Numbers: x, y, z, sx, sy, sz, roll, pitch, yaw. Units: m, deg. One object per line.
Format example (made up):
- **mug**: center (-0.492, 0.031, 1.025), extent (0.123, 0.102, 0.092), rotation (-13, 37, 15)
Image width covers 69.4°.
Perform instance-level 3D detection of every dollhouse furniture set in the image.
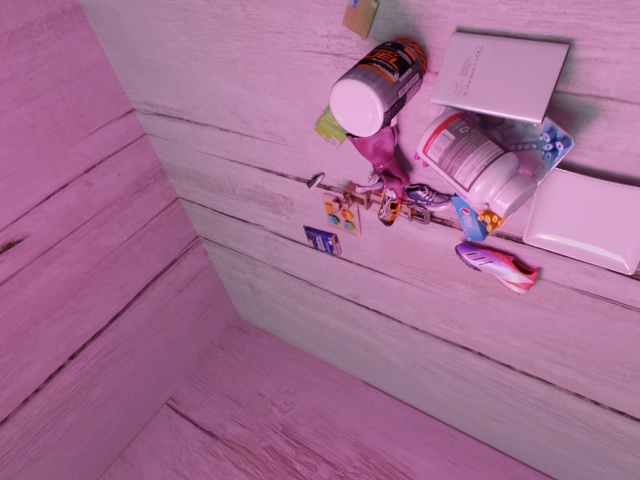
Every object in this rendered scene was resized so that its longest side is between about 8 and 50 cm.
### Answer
- **dollhouse furniture set**: center (0.166, -0.147, 1.972), extent (0.182, 0.161, 0.101), rotation (23, 145, 28)

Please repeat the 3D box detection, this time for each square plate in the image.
- **square plate**: center (0.845, -0.070, 1.455), extent (0.348, 0.049, 0.343), rotation (21, 143, 28)

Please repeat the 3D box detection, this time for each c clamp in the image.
- **c clamp**: center (0.375, -0.104, 1.854), extent (0.137, 0.022, 0.160), rotation (26, 163, 15)

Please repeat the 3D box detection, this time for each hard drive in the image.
- **hard drive**: center (0.479, -0.447, 1.262), extent (0.308, 0.040, 0.202), rotation (21, 99, 28)

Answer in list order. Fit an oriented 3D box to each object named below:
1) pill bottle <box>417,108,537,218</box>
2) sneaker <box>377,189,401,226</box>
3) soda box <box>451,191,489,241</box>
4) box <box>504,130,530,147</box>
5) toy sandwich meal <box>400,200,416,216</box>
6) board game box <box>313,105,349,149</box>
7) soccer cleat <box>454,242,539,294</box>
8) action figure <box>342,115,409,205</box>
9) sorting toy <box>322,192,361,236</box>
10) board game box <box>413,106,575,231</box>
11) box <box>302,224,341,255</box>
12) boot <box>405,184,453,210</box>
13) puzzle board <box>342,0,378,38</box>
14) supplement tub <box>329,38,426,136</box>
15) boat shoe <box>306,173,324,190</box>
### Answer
- **pill bottle**: center (0.444, -0.214, 1.315), extent (0.318, 0.176, 0.176), rotation (49, 153, 24)
- **sneaker**: center (0.290, -0.127, 1.917), extent (0.214, 0.084, 0.083), rotation (84, 161, -49)
- **soda box**: center (0.557, -0.096, 1.710), extent (0.071, 0.067, 0.210), rotation (3, 133, 44)
- **box**: center (0.620, -0.268, 1.406), extent (0.130, 0.091, 0.170), rotation (44, 149, -5)
- **toy sandwich meal**: center (0.359, -0.128, 1.917), extent (0.086, 0.029, 0.085), rotation (27, 146, 20)
- **board game box**: center (0.073, -0.465, 1.794), extent (0.124, 0.039, 0.259), rotation (42, 151, -4)
- **soccer cleat**: center (0.680, 0.082, 1.791), extent (0.318, 0.109, 0.116), rotation (33, 127, 16)
- **action figure**: center (0.245, -0.299, 1.721), extent (0.276, 0.248, 0.370), rotation (-29, 113, 22)
- **sorting toy**: center (0.098, -0.115, 2.202), extent (0.193, 0.038, 0.208), rotation (22, 144, 27)
- **board game box**: center (0.494, -0.275, 1.416), extent (0.390, 0.050, 0.389), rotation (50, 146, 21)
- **box**: center (0.000, 0.000, 2.456), extent (0.225, 0.036, 0.136), rotation (17, 142, 35)
- **boot**: center (0.412, -0.166, 1.773), extent (0.190, 0.069, 0.086), rotation (4, 139, 45)
- **puzzle board**: center (0.124, -0.713, 1.453), extent (0.096, 0.011, 0.128), rotation (37, 148, 8)
- **supplement tub**: center (0.184, -0.471, 1.399), extent (0.194, 0.316, 0.193), rotation (27, 145, 20)
- **boat shoe**: center (-0.027, -0.273, 2.130), extent (0.040, 0.049, 0.142), rotation (44, 151, -5)
